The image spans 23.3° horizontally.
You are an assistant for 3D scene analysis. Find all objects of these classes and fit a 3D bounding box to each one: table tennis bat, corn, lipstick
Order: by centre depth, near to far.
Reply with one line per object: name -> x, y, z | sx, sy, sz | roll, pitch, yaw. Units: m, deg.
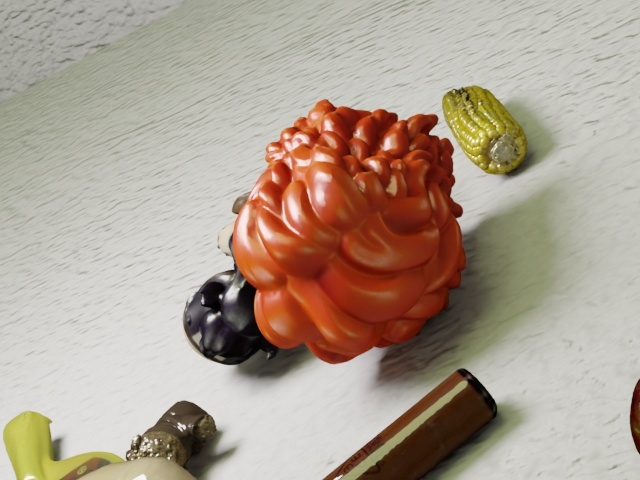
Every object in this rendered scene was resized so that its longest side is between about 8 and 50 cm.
lipstick -> 0.003, 0.239, 1.336 | 0.357, 0.057, 0.057 | -39, 23, -5
table tennis bat -> -0.306, 0.286, 1.697 | 0.224, 0.054, 0.368 | -35, 26, 1
corn -> 0.185, -0.131, 1.778 | 0.072, 0.072, 0.203 | -34, 22, 7

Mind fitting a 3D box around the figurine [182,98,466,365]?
figurine -> -0.009, 0.005, 1.629 | 0.306, 0.241, 0.412 | -41, 11, -32

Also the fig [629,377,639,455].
fig -> 0.285, 0.123, 1.119 | 0.103, 0.109, 0.155 | -49, -14, 31

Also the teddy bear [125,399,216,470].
teddy bear -> -0.161, 0.219, 1.585 | 0.119, 0.078, 0.160 | -30, 24, 25

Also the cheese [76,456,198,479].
cheese -> -0.193, 0.302, 1.420 | 0.235, 0.117, 0.218 | -31, 24, 21
